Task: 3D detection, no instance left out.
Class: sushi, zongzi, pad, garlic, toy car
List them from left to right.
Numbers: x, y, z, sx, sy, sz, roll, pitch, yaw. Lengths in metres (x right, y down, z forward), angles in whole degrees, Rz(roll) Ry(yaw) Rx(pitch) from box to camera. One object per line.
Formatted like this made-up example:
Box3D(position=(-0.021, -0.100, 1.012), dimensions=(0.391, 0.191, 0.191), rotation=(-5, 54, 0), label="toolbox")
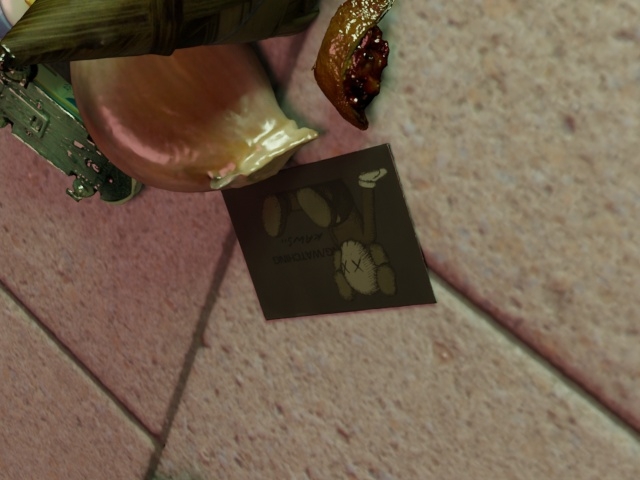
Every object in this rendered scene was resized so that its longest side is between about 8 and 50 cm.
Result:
Box3D(position=(-0.239, -0.107, 0.871), dimensions=(0.186, 0.058, 0.093), rotation=(39, 134, -3), label="toy car")
Box3D(position=(-0.136, -0.150, 0.747), dimensions=(0.266, 0.148, 0.128), rotation=(61, 170, -4), label="garlic")
Box3D(position=(-0.081, -0.210, 0.564), dimensions=(0.112, 0.242, 0.221), rotation=(48, 135, 22), label="zongzi")
Box3D(position=(0.000, 0.000, 0.755), dimensions=(0.190, 0.004, 0.127), rotation=(-10, 103, 43), label="pad")
Box3D(position=(0.024, -0.122, 0.650), dimensions=(0.047, 0.050, 0.099), rotation=(27, 136, 21), label="sushi")

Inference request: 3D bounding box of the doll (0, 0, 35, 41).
Box3D(position=(-0.273, -0.225, 0.812), dimensions=(0.241, 0.099, 0.135), rotation=(16, 112, 40), label="doll")
